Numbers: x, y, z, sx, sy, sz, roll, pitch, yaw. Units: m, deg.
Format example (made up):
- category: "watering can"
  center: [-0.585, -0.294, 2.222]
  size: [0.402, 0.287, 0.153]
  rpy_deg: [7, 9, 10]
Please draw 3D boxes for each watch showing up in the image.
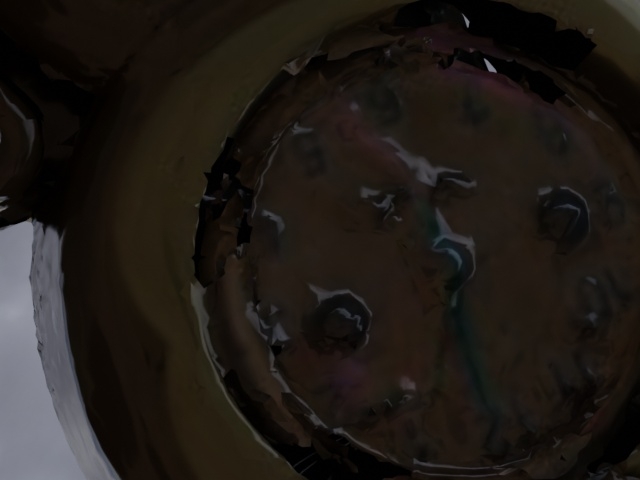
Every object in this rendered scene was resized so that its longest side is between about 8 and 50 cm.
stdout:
- category: "watch"
  center: [0.000, 0.000, 0.676]
  size: [0.314, 0.327, 0.335]
  rpy_deg: [-29, -88, -14]
